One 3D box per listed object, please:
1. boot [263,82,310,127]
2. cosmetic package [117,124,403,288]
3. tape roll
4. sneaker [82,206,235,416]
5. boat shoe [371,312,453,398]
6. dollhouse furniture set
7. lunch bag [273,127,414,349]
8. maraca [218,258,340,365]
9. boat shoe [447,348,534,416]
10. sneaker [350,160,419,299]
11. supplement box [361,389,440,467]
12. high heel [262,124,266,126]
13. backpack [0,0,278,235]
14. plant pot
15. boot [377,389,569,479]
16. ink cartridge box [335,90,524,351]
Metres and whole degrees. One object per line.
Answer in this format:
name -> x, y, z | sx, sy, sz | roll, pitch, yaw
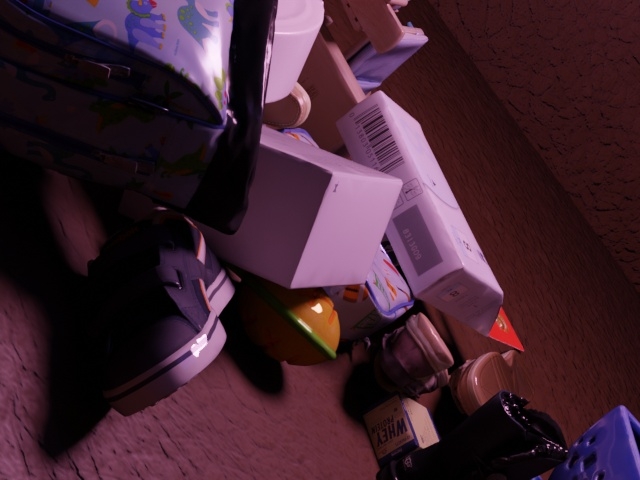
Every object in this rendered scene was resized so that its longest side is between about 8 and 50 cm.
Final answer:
boot -> -0.125, -0.182, 1.780 | 0.213, 0.077, 0.165 | 27, 21, 3
cosmetic package -> -0.061, -0.048, 1.621 | 0.224, 0.138, 0.224 | 22, 8, 21
tape roll -> -0.141, -0.278, 1.741 | 0.286, 0.100, 0.286 | 19, 28, -11
sneaker -> -0.163, 0.057, 1.372 | 0.127, 0.126, 0.321 | 57, 7, -12
boat shoe -> 0.111, 0.158, 1.906 | 0.103, 0.092, 0.285 | 61, -4, 7
dollhouse furniture set -> 0.102, -0.249, 2.283 | 0.303, 0.286, 0.198 | -3, 60, -56
lunch bag -> 0.000, 0.000, 1.891 | 0.303, 0.115, 0.243 | 59, 13, 5
maraca -> -0.051, 0.073, 1.670 | 0.185, 0.099, 0.127 | 41, -7, 22
boat shoe -> 0.238, 0.221, 2.148 | 0.109, 0.098, 0.302 | 71, 18, 3
sneaker -> 0.094, -0.008, 2.161 | 0.153, 0.094, 0.235 | -58, 124, -79
supplement box -> 0.106, 0.246, 1.829 | 0.083, 0.056, 0.083 | 35, 28, -48
high heel -> -0.172, -0.210, 1.924 | 0.186, 0.093, 0.261 | -25, 104, -40
backpack -> -0.221, -0.193, 1.374 | 0.355, 0.273, 0.290 | 10, 52, -5
plant pot -> 0.421, 0.419, 2.084 | 0.236, 0.212, 0.236 | 50, 19, -20
boot -> 0.218, 0.306, 1.773 | 0.246, 0.207, 0.094 | 47, 20, -27
ink cartridge box -> 0.194, -0.017, 2.147 | 0.385, 0.091, 0.308 | 28, 33, -56
